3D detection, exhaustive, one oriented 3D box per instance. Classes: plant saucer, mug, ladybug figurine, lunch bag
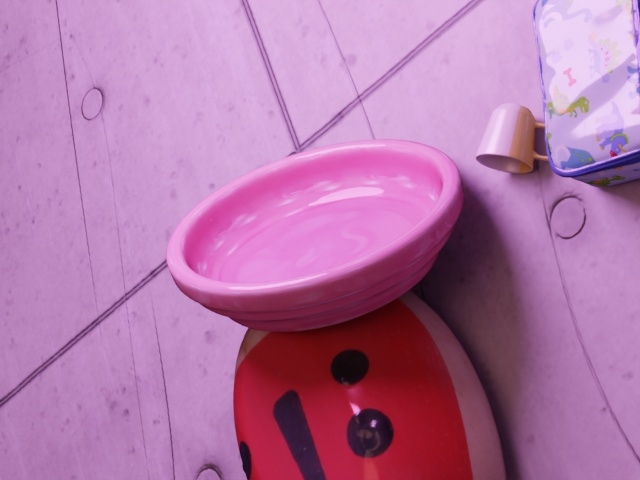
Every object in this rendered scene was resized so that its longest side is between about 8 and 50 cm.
[{"bbox_3d":[0.000,0.000,1.952,0.332,0.332,0.084,9,126,44],"label":"plant saucer"},{"bbox_3d":[0.210,-0.109,1.919,0.062,0.078,0.064,147,138,-72],"label":"mug"},{"bbox_3d":[0.035,0.224,1.921,0.305,0.162,0.449,-46,52,25],"label":"ladybug figurine"},{"bbox_3d":[0.309,-0.173,1.810,0.176,0.090,0.219,-12,73,38],"label":"lunch bag"}]
